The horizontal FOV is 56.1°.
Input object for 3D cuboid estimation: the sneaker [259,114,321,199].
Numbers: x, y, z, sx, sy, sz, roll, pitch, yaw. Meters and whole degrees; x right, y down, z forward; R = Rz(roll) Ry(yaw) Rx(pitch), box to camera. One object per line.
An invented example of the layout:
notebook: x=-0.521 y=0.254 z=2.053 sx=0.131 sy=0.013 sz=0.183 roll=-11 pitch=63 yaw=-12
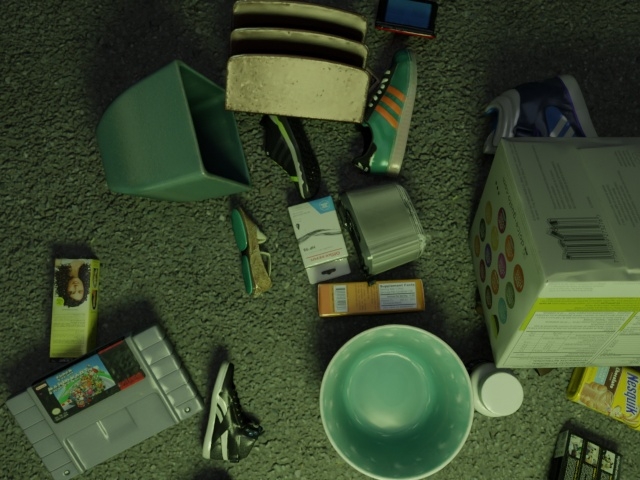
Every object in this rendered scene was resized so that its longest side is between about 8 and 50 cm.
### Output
sneaker: x=-0.075 y=-0.200 z=1.395 sx=0.097 sy=0.084 sz=0.234 roll=-20 pitch=86 yaw=29

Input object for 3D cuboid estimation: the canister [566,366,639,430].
canister: x=0.649 y=0.330 z=1.329 sx=0.170 sy=0.073 sz=0.126 roll=22 pitch=84 yaw=4

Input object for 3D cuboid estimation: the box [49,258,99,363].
box: x=-0.550 y=0.157 z=1.348 sx=0.087 sy=0.058 sz=0.232 roll=-1 pitch=84 yaw=-1

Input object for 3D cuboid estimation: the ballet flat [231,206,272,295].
ballet flat: x=-0.152 y=0.022 z=1.371 sx=0.067 sy=0.073 sz=0.206 roll=-9 pitch=86 yaw=-29

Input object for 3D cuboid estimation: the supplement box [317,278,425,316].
supplement box: x=0.111 y=0.130 z=1.346 sx=0.233 sy=0.078 sz=0.080 roll=-1 pitch=81 yaw=-1

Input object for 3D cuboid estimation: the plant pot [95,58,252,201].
plant pot: x=-0.332 y=-0.203 z=1.304 sx=0.252 sy=0.247 sz=0.247 roll=-17 pitch=84 yaw=15

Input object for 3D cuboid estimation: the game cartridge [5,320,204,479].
game cartridge: x=-0.462 y=0.348 z=1.300 sx=0.355 sy=0.068 sz=0.230 roll=-27 pitch=105 yaw=-3

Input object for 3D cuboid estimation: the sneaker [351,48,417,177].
sneaker: x=0.144 y=-0.301 z=1.378 sx=0.121 sy=0.108 sz=0.302 roll=10 pitch=85 yaw=-4

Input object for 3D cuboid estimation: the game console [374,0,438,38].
game console: x=0.206 y=-0.532 z=1.419 sx=0.144 sy=0.124 sz=0.085 roll=10 pitch=110 yaw=1

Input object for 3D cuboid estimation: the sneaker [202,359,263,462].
sneaker: x=-0.181 y=0.377 z=1.322 sx=0.121 sy=0.079 sz=0.217 roll=10 pitch=92 yaw=-2

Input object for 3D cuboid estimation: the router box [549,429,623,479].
router box: x=0.565 y=0.519 z=1.289 sx=0.133 sy=0.046 sz=0.179 roll=25 pitch=62 yaw=3

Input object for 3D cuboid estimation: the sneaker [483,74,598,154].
sneaker: x=0.497 y=-0.199 z=1.371 sx=0.236 sy=0.130 sz=0.322 roll=-18 pitch=89 yaw=7

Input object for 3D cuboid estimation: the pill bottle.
pill bottle: x=0.357 y=0.311 z=1.271 sx=0.112 sy=0.186 sz=0.112 roll=0 pitch=83 yaw=-1

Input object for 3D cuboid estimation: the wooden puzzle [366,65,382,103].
wooden puzzle: x=0.101 y=-0.381 z=1.434 sx=0.116 sy=0.014 sz=0.078 roll=37 pitch=85 yaw=4

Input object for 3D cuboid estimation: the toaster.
toaster: x=0.137 y=-0.023 z=1.324 sx=0.146 sy=0.129 sz=0.227 roll=-18 pitch=66 yaw=-5

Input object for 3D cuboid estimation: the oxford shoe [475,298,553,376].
oxford shoe: x=0.427 y=0.218 z=1.336 sx=0.227 sy=0.083 sz=0.096 roll=40 pitch=89 yaw=5

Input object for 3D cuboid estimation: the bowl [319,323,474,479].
bowl: x=0.152 y=0.331 z=1.280 sx=0.312 sy=0.163 sz=0.311 roll=0 pitch=84 yaw=-1

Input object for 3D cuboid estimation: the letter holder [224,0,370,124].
letter holder: x=-0.047 y=-0.391 z=1.298 sx=0.302 sy=0.152 sz=0.214 roll=4 pitch=122 yaw=-8

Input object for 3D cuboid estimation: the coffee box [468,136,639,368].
coffee box: x=0.512 y=0.031 z=1.178 sx=0.338 sy=0.334 sz=0.337 roll=-1 pitch=54 yaw=-1

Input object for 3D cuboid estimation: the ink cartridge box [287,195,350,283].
ink cartridge box: x=0.000 y=0.000 z=1.367 sx=0.104 sy=0.060 sz=0.180 roll=-16 pitch=84 yaw=-3
